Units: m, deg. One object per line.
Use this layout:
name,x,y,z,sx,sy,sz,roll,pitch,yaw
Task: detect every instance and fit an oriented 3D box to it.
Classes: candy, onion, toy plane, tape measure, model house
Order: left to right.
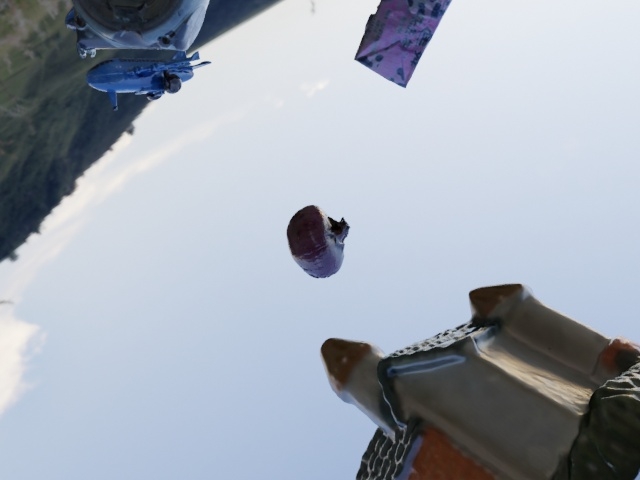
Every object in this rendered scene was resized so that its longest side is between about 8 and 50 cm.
tape measure,-0.332,-0.474,1.242,0.256,0.275,0.147,2,-166,5
toy plane,-0.375,-0.352,1.461,0.254,0.105,0.271,-4,-161,47
onion,0.000,0.000,1.040,0.104,0.115,0.115,-29,-156,15
candy,0.112,-0.295,0.895,0.073,0.092,0.160,-67,-178,-49
model house,0.139,0.161,0.610,0.300,0.272,0.190,32,-153,29

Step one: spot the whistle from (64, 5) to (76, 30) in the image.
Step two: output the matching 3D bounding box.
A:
whistle,-0.438,-0.551,1.424,0.062,0.062,0.304,-7,-128,41
